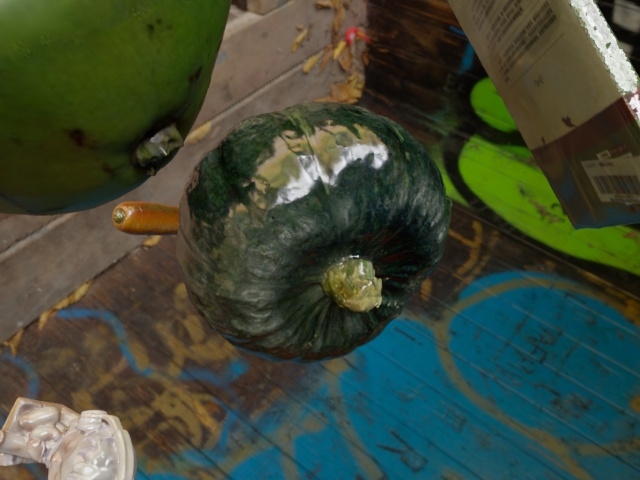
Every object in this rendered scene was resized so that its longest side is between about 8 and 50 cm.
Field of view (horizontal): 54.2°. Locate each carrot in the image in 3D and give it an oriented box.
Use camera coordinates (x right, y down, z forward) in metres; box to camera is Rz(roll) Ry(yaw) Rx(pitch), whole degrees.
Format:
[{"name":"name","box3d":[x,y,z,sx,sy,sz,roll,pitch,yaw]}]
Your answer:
[{"name":"carrot","box3d":[-0.317,-0.041,1.240,0.225,0.067,0.067,0,117,-54]}]

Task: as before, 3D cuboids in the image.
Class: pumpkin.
[{"name":"pumpkin","box3d":[-0.002,0.000,0.469,0.212,0.152,0.211,-9,137,-8]}]

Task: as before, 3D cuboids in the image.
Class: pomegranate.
[{"name":"pomegranate","box3d":[-0.187,-0.148,0.381,0.254,0.270,0.254,-40,-171,8]}]

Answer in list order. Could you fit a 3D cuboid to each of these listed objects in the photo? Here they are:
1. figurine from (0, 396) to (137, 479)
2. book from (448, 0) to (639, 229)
[{"name":"figurine","box3d":[-0.363,0.323,0.922,0.162,0.237,0.141,-66,151,-6]},{"name":"book","box3d":[0.172,-0.141,0.491,0.026,0.289,0.201,-28,179,2]}]
